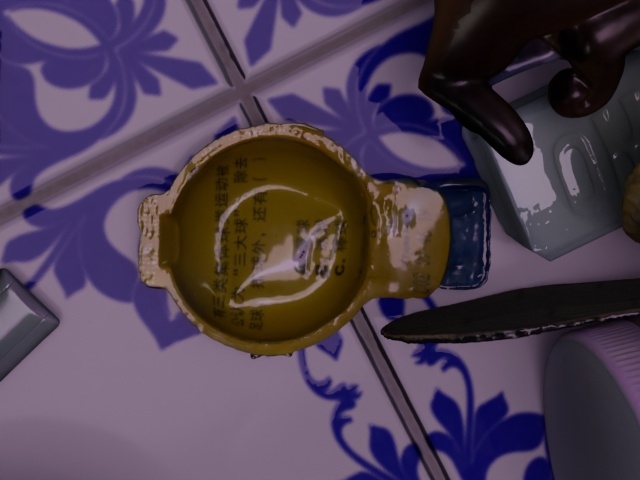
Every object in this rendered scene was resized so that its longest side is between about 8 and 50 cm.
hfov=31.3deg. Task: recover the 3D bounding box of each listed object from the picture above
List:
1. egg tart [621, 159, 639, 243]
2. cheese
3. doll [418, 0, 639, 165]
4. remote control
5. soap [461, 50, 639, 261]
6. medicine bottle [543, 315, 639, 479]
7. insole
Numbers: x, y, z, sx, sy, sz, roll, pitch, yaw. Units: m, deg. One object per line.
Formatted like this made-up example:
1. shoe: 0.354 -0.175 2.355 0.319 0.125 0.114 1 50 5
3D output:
1. egg tart: 0.336 -0.061 0.763 0.278 0.279 0.095 -22 66 -5
2. cheese: 0.000 0.000 0.854 0.270 0.069 0.177 -2 97 -11
3. doll: 0.219 -0.228 0.792 0.339 0.209 0.318 -10 98 -10
4. remote control: -0.274 0.096 0.844 0.166 0.029 0.065 -44 102 -1
5. soap: 0.224 -0.076 0.880 0.198 0.066 0.119 -25 98 -5
6. medicine bottle: 0.318 0.160 0.827 0.240 0.252 0.253 -12 98 -6
7. insole: 0.215 0.042 0.836 0.348 0.119 0.009 -8 101 15
